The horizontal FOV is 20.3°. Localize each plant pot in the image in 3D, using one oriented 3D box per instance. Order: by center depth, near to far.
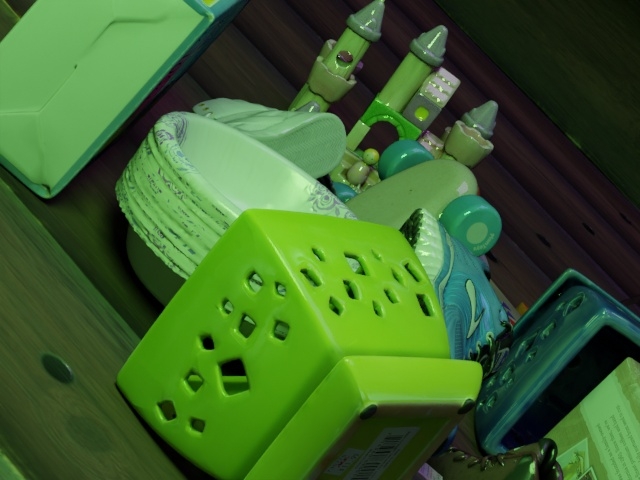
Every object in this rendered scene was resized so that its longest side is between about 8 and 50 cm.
[{"bbox_3d":[-0.005,0.125,1.600,0.227,0.228,0.207,7,38,-49],"label":"plant pot"},{"bbox_3d":[0.331,0.186,2.212,0.236,0.236,0.212,36,14,-19],"label":"plant pot"}]

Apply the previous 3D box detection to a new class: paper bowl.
[{"bbox_3d":[-0.084,0.005,1.837,0.284,0.148,0.284,34,16,-11],"label":"paper bowl"}]

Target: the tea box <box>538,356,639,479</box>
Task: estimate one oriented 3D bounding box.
[{"bbox_3d":[0.418,0.365,1.999,0.323,0.220,0.329,34,20,-24],"label":"tea box"}]

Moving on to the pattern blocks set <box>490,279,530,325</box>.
[{"bbox_3d":[0.249,0.115,2.510,0.285,0.026,0.325,21,28,-50],"label":"pattern blocks set"}]

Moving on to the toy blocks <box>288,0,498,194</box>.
[{"bbox_3d":[0.113,-0.180,2.470,0.288,0.260,0.309,36,19,-2],"label":"toy blocks"}]

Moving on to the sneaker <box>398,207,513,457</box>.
[{"bbox_3d":[0.132,0.099,1.796,0.147,0.130,0.330,29,34,-13],"label":"sneaker"}]

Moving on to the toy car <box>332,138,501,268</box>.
[{"bbox_3d":[0.131,0.035,2.276,0.219,0.210,0.238,46,-16,55],"label":"toy car"}]

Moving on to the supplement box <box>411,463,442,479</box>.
[{"bbox_3d":[0.067,0.235,1.806,0.098,0.062,0.036,42,17,-7],"label":"supplement box"}]

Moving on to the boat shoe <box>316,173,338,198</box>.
[{"bbox_3d":[0.003,0.002,2.122,0.113,0.105,0.306,34,20,-26],"label":"boat shoe"}]

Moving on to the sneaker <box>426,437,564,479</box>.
[{"bbox_3d":[0.169,0.234,1.857,0.106,0.162,0.281,24,26,-45],"label":"sneaker"}]

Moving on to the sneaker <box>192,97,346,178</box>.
[{"bbox_3d":[-0.129,-0.097,2.102,0.169,0.108,0.292,13,21,43],"label":"sneaker"}]

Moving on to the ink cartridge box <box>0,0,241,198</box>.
[{"bbox_3d":[-0.207,-0.226,1.926,0.151,0.270,0.395,43,18,-6],"label":"ink cartridge box"}]
